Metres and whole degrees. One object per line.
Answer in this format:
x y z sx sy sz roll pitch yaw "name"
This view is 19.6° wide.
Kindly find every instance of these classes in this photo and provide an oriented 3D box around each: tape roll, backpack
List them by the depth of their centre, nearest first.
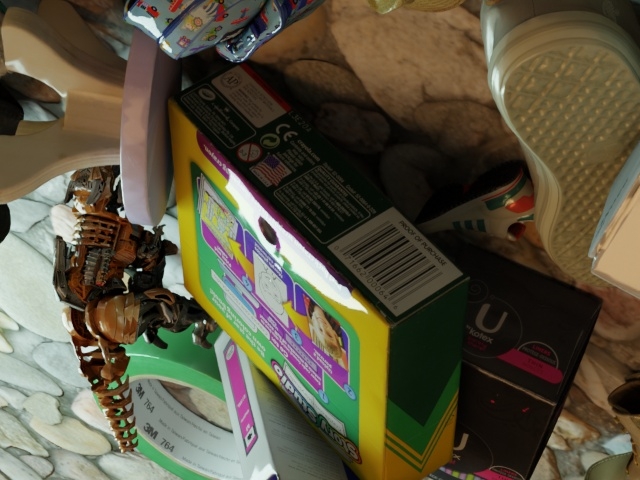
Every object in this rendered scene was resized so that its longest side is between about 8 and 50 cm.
-0.083 -0.223 1.648 0.117 0.173 0.158 54 144 -3 "backpack"
-0.144 0.223 2.436 0.321 0.077 0.321 21 147 14 "tape roll"

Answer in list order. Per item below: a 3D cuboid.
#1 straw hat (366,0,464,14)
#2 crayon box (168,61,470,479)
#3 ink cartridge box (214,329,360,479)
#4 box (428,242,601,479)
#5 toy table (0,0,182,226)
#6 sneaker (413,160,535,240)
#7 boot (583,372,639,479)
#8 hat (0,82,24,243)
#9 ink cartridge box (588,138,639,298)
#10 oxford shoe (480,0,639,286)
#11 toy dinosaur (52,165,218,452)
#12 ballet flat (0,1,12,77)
0.065 -0.235 1.638 0.144 0.061 0.144 20 147 14 "straw hat"
-0.007 0.044 1.892 0.363 0.106 0.313 46 155 30 "crayon box"
-0.005 0.219 2.006 0.175 0.371 0.069 24 111 -23 "ink cartridge box"
0.183 0.156 2.015 0.165 0.143 0.270 24 147 11 "box"
-0.234 -0.130 1.877 0.160 0.252 0.274 9 135 2 "toy table"
0.162 -0.022 1.862 0.075 0.057 0.161 47 142 -16 "sneaker"
0.353 0.220 2.036 0.213 0.077 0.165 -12 130 41 "boot"
-0.406 -0.139 2.022 0.134 0.331 0.331 -35 118 13 "hat"
0.446 -0.029 1.420 0.394 0.166 0.285 28 118 1 "ink cartridge box"
0.246 -0.095 1.644 0.169 0.130 0.449 -19 145 12 "oxford shoe"
-0.233 0.070 2.143 0.164 0.218 0.322 26 109 34 "toy dinosaur"
-0.421 -0.238 1.784 0.147 0.147 0.409 14 160 24 "ballet flat"
